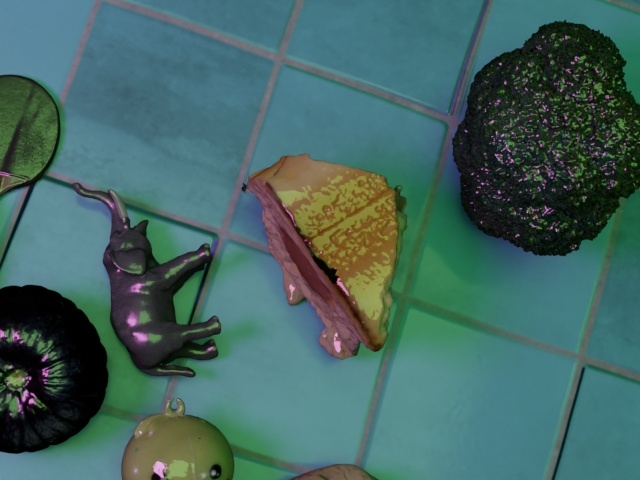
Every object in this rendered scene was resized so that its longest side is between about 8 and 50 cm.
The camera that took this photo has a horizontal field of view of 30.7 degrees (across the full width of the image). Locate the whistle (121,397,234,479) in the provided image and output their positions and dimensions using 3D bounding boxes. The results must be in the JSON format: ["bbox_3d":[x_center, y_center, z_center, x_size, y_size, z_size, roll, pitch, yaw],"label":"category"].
[{"bbox_3d":[-0.158,0.331,1.356,0.141,0.141,0.294,-6,82,-11],"label":"whistle"}]

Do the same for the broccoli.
[{"bbox_3d":[0.311,-0.127,1.461,0.297,0.297,0.297,-6,80,-36],"label":"broccoli"}]

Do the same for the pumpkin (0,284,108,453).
[{"bbox_3d":[-0.347,0.148,1.354,0.202,0.140,0.202,-1,96,-7],"label":"pumpkin"}]

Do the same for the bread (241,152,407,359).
[{"bbox_3d":[-0.008,0.008,1.416,0.211,0.183,0.224,18,75,-5],"label":"bread"}]

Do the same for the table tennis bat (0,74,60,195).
[{"bbox_3d":[-0.401,-0.104,1.452,0.130,0.019,0.220,15,76,-6],"label":"table tennis bat"}]

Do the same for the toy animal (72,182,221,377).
[{"bbox_3d":[-0.202,0.040,1.427,0.137,0.082,0.269,-16,83,-13],"label":"toy animal"}]

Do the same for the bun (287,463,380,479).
[{"bbox_3d":[0.018,0.374,1.387,0.237,0.116,0.210,-7,80,-12],"label":"bun"}]
